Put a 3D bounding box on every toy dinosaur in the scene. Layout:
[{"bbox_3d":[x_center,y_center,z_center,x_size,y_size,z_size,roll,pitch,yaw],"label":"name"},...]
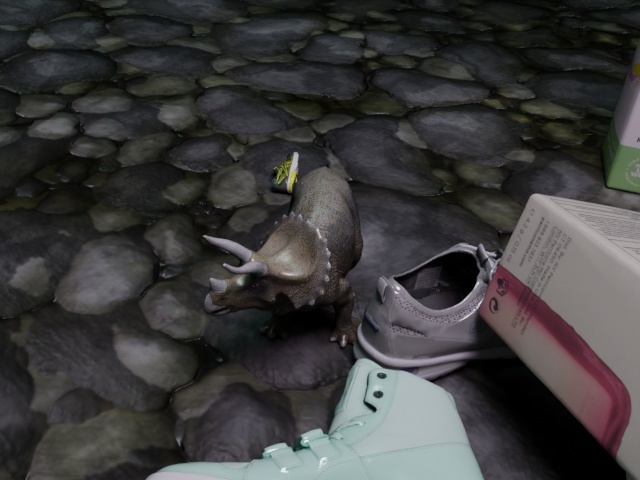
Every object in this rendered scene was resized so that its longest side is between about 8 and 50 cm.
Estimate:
[{"bbox_3d":[0.000,0.000,0.685,0.121,0.160,0.313,14,38,13],"label":"toy dinosaur"}]

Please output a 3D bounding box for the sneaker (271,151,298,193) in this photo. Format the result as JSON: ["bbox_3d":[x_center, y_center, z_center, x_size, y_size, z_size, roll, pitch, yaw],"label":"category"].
[{"bbox_3d":[-0.048,-0.094,0.917,0.035,0.031,0.083,4,36,0],"label":"sneaker"}]

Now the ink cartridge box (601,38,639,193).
[{"bbox_3d":[0.520,-0.225,0.882,0.207,0.354,0.119,12,37,11],"label":"ink cartridge box"}]

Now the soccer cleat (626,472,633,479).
[{"bbox_3d":[0.251,0.217,0.496,0.076,0.068,0.196,1,39,1],"label":"soccer cleat"}]

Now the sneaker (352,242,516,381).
[{"bbox_3d":[0.167,0.052,0.667,0.281,0.115,0.105,-17,41,-27],"label":"sneaker"}]

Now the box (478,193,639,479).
[{"bbox_3d":[0.259,0.075,0.532,0.148,0.127,0.232,7,26,-26],"label":"box"}]

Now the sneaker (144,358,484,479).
[{"bbox_3d":[-0.004,0.161,0.517,0.255,0.094,0.151,8,41,-12],"label":"sneaker"}]
